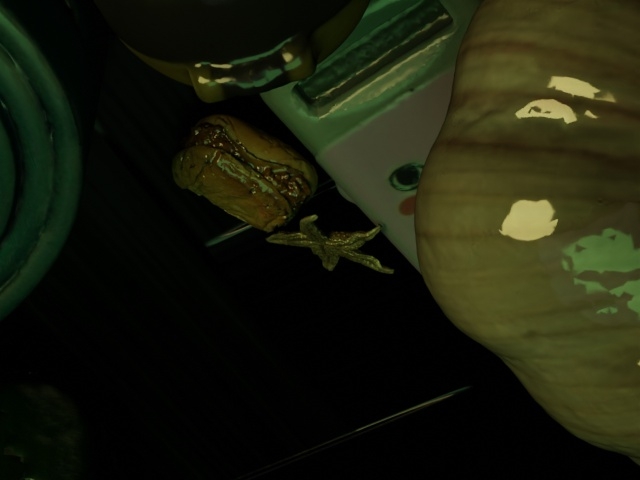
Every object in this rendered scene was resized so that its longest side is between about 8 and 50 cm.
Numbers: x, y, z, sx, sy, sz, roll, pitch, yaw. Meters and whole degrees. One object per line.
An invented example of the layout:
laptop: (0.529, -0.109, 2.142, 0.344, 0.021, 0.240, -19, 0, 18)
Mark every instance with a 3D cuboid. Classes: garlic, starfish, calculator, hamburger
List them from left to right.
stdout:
hamburger: (-0.044, -0.040, 0.711, 0.083, 0.044, 0.076, 33, 161, -12)
starfish: (0.000, 0.000, 0.746, 0.086, 0.016, 0.092, 7, 162, 18)
calculator: (0.070, -0.065, 0.701, 0.141, 0.045, 0.246, -30, 121, 22)
garlic: (0.198, -0.030, 0.594, 0.241, 0.322, 0.322, -12, 131, 41)

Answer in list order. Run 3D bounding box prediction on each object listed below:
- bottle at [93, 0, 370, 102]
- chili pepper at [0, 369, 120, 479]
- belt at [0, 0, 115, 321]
bottle: (-0.070, -0.205, 0.486, 0.172, 0.171, 0.351, -10, 142, 8)
chili pepper: (-0.263, 0.218, 0.799, 0.233, 0.256, 0.248, 22, 118, -16)
belt: (-0.328, -0.059, 0.630, 0.437, 0.173, 0.300, -8, 125, 7)
